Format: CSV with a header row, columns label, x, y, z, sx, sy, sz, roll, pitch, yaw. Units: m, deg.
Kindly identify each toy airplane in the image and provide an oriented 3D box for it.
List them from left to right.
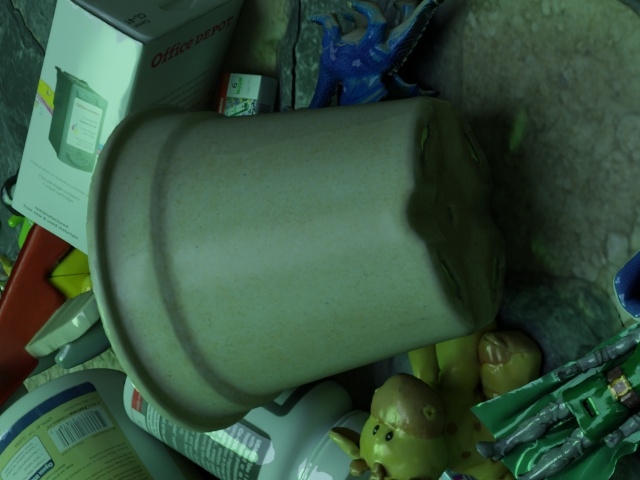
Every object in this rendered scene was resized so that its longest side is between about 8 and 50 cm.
label,x,y,z,sx,sy,sz,roll,pitch,yaw
toy airplane,-0.341,0.109,1.799,0.384,0.272,0.386,-57,21,27

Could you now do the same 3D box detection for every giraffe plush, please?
label,x,y,z,sx,sy,sz,roll,pitch,yaw
giraffe plush,0.105,0.179,1.324,0.181,0.171,0.210,-11,90,52

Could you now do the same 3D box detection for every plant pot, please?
label,x,y,z,sx,sy,sz,roll,pitch,yaw
plant pot,0.000,0.000,1.295,0.306,0.334,0.333,-12,89,25

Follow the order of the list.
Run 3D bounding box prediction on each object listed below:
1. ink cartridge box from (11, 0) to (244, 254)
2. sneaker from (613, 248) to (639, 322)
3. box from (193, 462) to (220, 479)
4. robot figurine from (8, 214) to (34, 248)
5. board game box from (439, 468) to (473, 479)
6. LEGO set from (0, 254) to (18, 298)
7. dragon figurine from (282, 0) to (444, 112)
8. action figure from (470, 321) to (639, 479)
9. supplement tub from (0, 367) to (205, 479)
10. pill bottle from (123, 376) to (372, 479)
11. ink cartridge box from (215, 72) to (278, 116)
label,x,y,z,sx,sy,sz,roll,pitch,yaw
ink cartridge box,-0.229,-0.168,1.605,0.131,0.226,0.306,30,125,13
sneaker,0.339,-0.024,1.011,0.112,0.131,0.296,58,136,28
box,-0.150,0.297,1.741,0.184,0.103,0.261,-6,94,55
robot figurine,-0.414,-0.016,2.025,0.101,0.067,0.115,35,130,8
board game box,0.113,0.293,1.460,0.103,0.026,0.154,50,134,32
LEGO set,-0.511,0.085,2.142,0.287,0.107,0.132,40,128,40
dragon figurine,0.058,-0.170,1.370,0.289,0.085,0.144,-5,95,53
action figure,0.246,0.142,1.182,0.232,0.063,0.137,-41,70,22
supplement tub,-0.242,0.333,1.598,0.316,0.228,0.228,52,135,29
pill bottle,-0.066,0.202,1.512,0.283,0.161,0.161,29,122,23
ink cartridge box,-0.099,-0.167,1.607,0.115,0.029,0.062,13,94,49
